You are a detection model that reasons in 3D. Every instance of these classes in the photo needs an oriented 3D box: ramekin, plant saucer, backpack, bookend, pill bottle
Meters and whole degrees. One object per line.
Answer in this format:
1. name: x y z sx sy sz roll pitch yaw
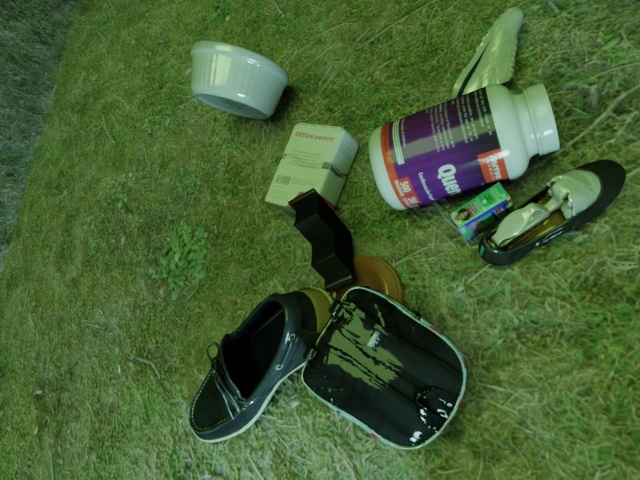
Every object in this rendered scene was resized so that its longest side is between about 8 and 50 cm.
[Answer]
1. ramekin: -0.232 -0.432 1.175 0.273 0.273 0.127 16 94 34
2. plant saucer: 0.080 0.124 0.917 0.200 0.037 0.200 -11 68 29
3. backpack: 0.123 0.225 0.754 0.253 0.191 0.225 30 89 22
4. bookend: 0.000 0.000 0.907 0.072 0.156 0.157 -26 38 22
5. pill bottle: 0.269 -0.182 0.820 0.323 0.181 0.181 -15 66 27

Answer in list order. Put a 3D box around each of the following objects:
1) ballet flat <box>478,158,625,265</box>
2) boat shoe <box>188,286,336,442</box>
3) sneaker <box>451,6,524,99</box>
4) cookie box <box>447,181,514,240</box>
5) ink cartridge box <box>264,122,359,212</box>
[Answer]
1. ballet flat: 0.405 -0.051 0.743 0.280 0.096 0.095 -40 57 13
2. boat shoe: -0.164 0.275 0.917 0.500 0.156 0.187 -46 53 25
3. sneaker: 0.373 -0.373 0.894 0.095 0.090 0.235 32 95 22
4. cookie box: 0.308 -0.052 0.805 0.107 0.092 0.040 -35 61 17
5. ink cartridge box: -0.021 -0.170 1.049 0.158 0.092 0.218 17 85 35
